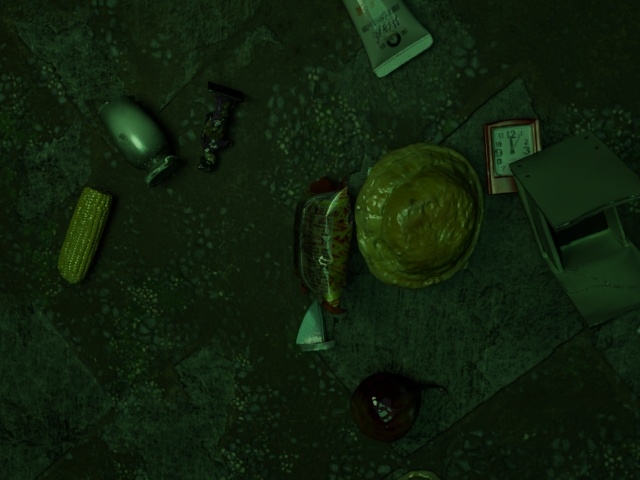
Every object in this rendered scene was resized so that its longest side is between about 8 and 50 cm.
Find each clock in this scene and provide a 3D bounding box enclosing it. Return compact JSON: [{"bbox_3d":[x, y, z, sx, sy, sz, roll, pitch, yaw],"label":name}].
[{"bbox_3d":[0.403,-0.177,1.283,0.113,0.061,0.155,-4,93,10],"label":"clock"}]

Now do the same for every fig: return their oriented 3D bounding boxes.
[{"bbox_3d":[0.158,0.354,1.356,0.202,0.149,0.148,-44,72,2],"label":"fig"}]

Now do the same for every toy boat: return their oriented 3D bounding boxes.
[{"bbox_3d":[-0.016,0.197,1.433,0.096,0.034,0.122,-9,87,12],"label":"toy boat"}]

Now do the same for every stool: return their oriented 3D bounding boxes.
[{"bbox_3d":[0.499,-0.027,1.141,0.170,0.270,0.244,-24,119,12],"label":"stool"}]

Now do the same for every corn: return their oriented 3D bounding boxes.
[{"bbox_3d":[-0.575,-0.015,1.489,0.081,0.081,0.249,25,102,7],"label":"corn"}]

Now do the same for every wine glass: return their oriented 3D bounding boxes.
[{"bbox_3d":[-0.417,-0.233,1.413,0.111,0.111,0.204,-35,91,13],"label":"wine glass"}]

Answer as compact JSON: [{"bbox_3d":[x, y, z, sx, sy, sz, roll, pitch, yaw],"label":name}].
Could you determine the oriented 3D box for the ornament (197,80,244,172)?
[{"bbox_3d":[-0.231,-0.251,1.400,0.081,0.088,0.203,8,113,-14],"label":"ornament"}]

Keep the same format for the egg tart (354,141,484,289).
[{"bbox_3d":[0.219,-0.042,1.256,0.318,0.128,0.319,-3,103,-15],"label":"egg tart"}]

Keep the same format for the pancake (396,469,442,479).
[{"bbox_3d":[0.237,0.603,1.433,0.139,0.022,0.140,1,96,11],"label":"pancake"}]

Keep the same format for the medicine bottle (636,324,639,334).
[{"bbox_3d":[0.754,0.127,1.255,0.092,0.061,0.221,40,104,29],"label":"medicine bottle"}]

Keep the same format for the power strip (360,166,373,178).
[{"bbox_3d":[0.157,-0.141,1.356,0.136,0.019,0.051,1,99,11],"label":"power strip"}]

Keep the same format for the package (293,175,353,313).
[{"bbox_3d":[-0.002,0.000,1.315,0.108,0.223,0.288,6,97,-19],"label":"package"}]

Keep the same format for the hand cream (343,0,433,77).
[{"bbox_3d":[0.099,-0.510,1.295,0.139,0.089,0.314,-33,98,15],"label":"hand cream"}]
